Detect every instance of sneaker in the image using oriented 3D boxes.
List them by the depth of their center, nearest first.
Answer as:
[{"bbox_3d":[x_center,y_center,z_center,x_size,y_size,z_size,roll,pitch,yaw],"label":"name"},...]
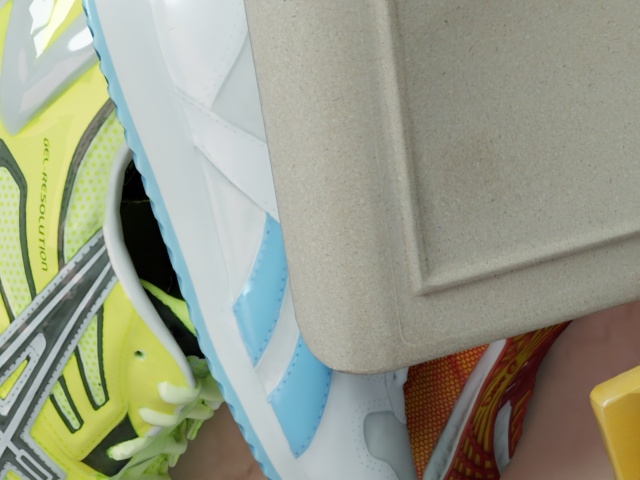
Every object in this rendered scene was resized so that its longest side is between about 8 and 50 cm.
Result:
[{"bbox_3d":[0.000,0.000,0.448,0.092,0.087,0.229,-20,106,-4],"label":"sneaker"},{"bbox_3d":[0.053,0.021,0.495,0.067,0.064,0.175,43,122,30],"label":"sneaker"},{"bbox_3d":[-0.104,0.058,0.567,0.147,0.145,0.385,23,118,29],"label":"sneaker"}]

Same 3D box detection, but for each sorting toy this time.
[{"bbox_3d":[0.076,-0.066,0.393,0.047,0.196,0.348,-122,21,-64],"label":"sorting toy"}]
